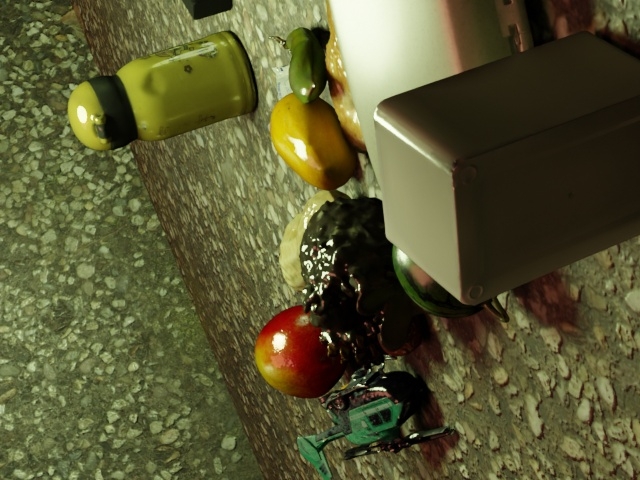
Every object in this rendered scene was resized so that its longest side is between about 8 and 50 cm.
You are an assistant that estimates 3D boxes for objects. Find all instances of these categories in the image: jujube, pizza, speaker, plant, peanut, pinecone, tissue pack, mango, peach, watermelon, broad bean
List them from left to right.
[{"bbox_3d":[-0.250,-0.518,2.161,0.218,0.082,0.044,58,160,31],"label":"speaker"},{"bbox_3d":[-0.039,-0.211,1.953,0.122,0.026,0.193,-163,55,-70],"label":"tissue pack"},{"bbox_3d":[-0.024,-0.276,1.700,0.067,0.075,0.325,39,-165,-19],"label":"broad bean"},{"bbox_3d":[-0.029,0.214,2.151,0.197,0.197,0.197,57,159,36],"label":"peach"},{"bbox_3d":[-0.010,-0.144,1.680,0.145,0.112,0.219,51,-172,-29],"label":"mango"},{"bbox_3d":[0.000,0.000,1.922,0.136,0.120,0.298,61,159,11],"label":"peanut"},{"bbox_3d":[0.061,0.150,1.856,0.140,0.120,0.140,49,-149,-45],"label":"pinecone"},{"bbox_3d":[0.069,0.055,1.646,0.234,0.204,0.178,-114,29,-45],"label":"plant"},{"bbox_3d":[0.066,-0.249,1.509,0.182,0.073,0.365,54,160,35],"label":"pizza"},{"bbox_3d":[0.120,0.118,1.768,0.077,0.077,0.129,162,97,-73],"label":"jujube"},{"bbox_3d":[0.173,0.040,1.398,0.187,0.140,0.141,56,158,28],"label":"watermelon"},{"bbox_3d":[0.194,-0.069,1.033,0.136,0.246,0.159,45,150,50],"label":"tissue pack"}]

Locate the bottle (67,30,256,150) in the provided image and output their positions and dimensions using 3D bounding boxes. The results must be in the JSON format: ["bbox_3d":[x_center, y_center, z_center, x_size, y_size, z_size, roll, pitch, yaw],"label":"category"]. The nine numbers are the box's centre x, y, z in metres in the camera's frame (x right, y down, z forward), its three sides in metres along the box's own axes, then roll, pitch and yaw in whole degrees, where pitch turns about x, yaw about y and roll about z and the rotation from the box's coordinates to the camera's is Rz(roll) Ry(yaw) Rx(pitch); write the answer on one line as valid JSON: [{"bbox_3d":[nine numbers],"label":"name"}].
[{"bbox_3d":[-0.315,-0.281,2.169,0.171,0.351,0.172,161,90,-73],"label":"bottle"}]

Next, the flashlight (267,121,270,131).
[{"bbox_3d":[-0.073,-0.210,2.057,0.110,0.031,0.052,-158,48,-74],"label":"flashlight"}]

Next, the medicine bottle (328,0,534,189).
[{"bbox_3d":[0.129,-0.199,1.252,0.282,0.123,0.375,11,121,59],"label":"medicine bottle"}]

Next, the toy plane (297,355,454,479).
[{"bbox_3d":[0.073,0.315,1.941,0.381,0.106,0.155,-32,93,44],"label":"toy plane"}]

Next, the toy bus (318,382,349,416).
[{"bbox_3d":[0.064,0.309,2.122,0.083,0.088,0.194,61,164,6],"label":"toy bus"}]
